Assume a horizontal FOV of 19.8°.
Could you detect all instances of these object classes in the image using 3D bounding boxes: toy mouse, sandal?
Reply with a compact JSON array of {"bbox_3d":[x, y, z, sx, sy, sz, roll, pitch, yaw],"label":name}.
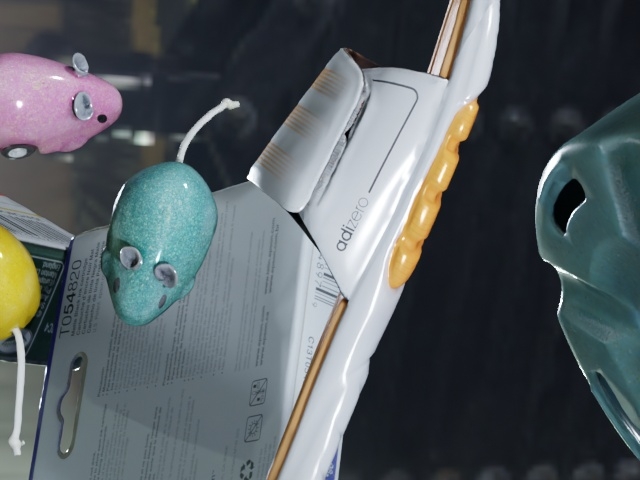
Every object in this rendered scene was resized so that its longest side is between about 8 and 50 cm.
[{"bbox_3d":[-0.087,-0.025,0.676,0.161,0.143,0.031,58,-20,14],"label":"toy mouse"},{"bbox_3d":[0.000,0.000,0.750,0.102,0.076,0.265,128,-15,-86],"label":"sandal"}]

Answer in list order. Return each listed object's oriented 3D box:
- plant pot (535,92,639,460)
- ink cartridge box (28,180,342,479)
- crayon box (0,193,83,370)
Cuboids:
[{"bbox_3d":[0.322,-0.012,0.999,0.341,0.334,0.341,53,-18,26],"label":"plant pot"},{"bbox_3d":[-0.071,0.084,0.986,0.224,0.045,0.223,-13,-117,46],"label":"ink cartridge box"},{"bbox_3d":[-0.304,-0.025,1.139,0.318,0.202,0.081,28,-82,33],"label":"crayon box"}]
